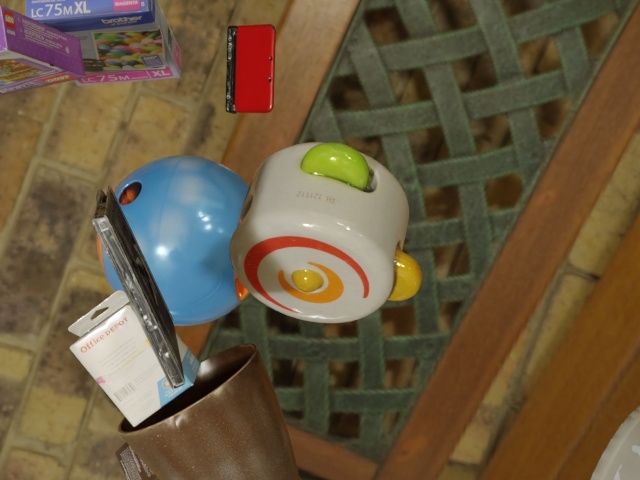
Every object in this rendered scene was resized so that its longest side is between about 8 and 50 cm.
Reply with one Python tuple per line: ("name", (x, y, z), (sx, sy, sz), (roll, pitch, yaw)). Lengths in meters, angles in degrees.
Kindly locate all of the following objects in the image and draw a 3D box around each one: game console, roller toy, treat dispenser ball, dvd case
("game console", (-0.115, -0.285, 1.575), (0.124, 0.085, 0.144), (-76, -11, -84))
("roller toy", (0.000, 0.000, 1.075), (0.191, 0.209, 0.146), (-15, 42, 33))
("treat dispenser ball", (-0.230, 0.000, 1.581), (0.288, 0.288, 0.288), (-52, 27, 40))
("dvd case", (-0.176, 0.036, 0.897), (0.221, 0.018, 0.164), (-138, 25, -75))

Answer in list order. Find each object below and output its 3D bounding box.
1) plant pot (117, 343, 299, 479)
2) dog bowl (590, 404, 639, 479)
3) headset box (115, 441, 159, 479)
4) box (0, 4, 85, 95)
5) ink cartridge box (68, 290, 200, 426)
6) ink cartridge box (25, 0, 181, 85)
("plant pot", (-0.125, 0.296, 1.282), (0.215, 0.230, 0.215), (-28, 9, 5))
("dog bowl", (0.514, 0.419, 1.430), (0.102, 0.348, 0.349), (18, 88, 41))
("headset box", (-0.274, 0.411, 1.951), (0.110, 0.218, 0.293), (62, 144, 13))
("box", (-0.477, -0.219, 1.181), (0.201, 0.293, 0.057), (-2, -97, -79))
("ink cartridge box", (-0.229, 0.134, 1.147), (0.092, 0.143, 0.090), (-35, 8, 6))
("ink cartridge box", (-0.335, -0.328, 1.459), (0.311, 0.185, 0.065), (81, -176, -76))
